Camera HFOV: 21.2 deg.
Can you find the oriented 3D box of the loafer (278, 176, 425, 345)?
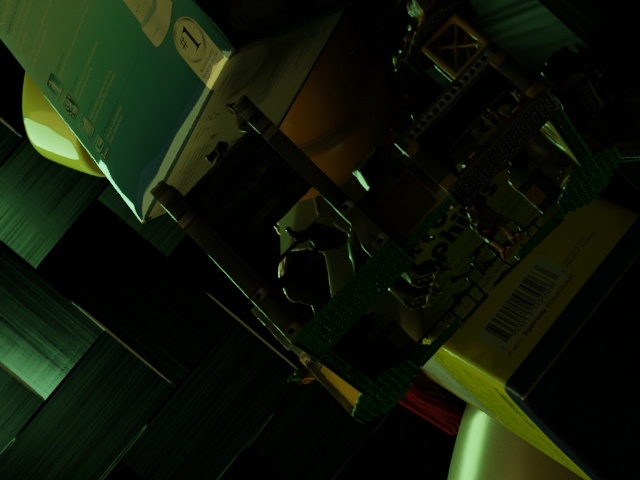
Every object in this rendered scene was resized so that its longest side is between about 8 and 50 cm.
[{"bbox_3d":[0.000,0.000,1.529,0.268,0.092,0.102,59,152,32],"label":"loafer"}]

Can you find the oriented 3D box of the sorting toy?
[{"bbox_3d":[0.073,-0.089,1.585,0.274,0.132,0.046,25,141,61],"label":"sorting toy"}]

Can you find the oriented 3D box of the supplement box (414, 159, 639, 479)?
[{"bbox_3d":[0.187,0.057,1.592,0.194,0.195,0.356,44,172,-36],"label":"supplement box"}]

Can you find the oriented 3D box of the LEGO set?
[{"bbox_3d":[0.038,-0.048,1.233,0.192,0.331,0.255,45,-169,28],"label":"LEGO set"}]

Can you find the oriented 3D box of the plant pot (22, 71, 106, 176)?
[{"bbox_3d":[-0.190,-0.181,2.060,0.239,0.254,0.254,20,167,20],"label":"plant pot"}]

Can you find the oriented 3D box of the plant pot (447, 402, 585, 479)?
[{"bbox_3d":[0.247,0.209,1.801,0.256,0.256,0.274,33,135,50],"label":"plant pot"}]

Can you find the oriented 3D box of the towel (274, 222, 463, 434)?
[{"bbox_3d":[0.053,0.085,1.866,0.275,0.031,0.199,56,-170,30],"label":"towel"}]

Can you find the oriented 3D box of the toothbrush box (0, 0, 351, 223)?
[{"bbox_3d":[-0.145,-0.201,1.321,0.295,0.126,0.216,50,140,16],"label":"toothbrush box"}]

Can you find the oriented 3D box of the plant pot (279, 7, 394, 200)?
[{"bbox_3d":[-0.047,-0.168,1.483,0.205,0.205,0.188,36,157,30],"label":"plant pot"}]
